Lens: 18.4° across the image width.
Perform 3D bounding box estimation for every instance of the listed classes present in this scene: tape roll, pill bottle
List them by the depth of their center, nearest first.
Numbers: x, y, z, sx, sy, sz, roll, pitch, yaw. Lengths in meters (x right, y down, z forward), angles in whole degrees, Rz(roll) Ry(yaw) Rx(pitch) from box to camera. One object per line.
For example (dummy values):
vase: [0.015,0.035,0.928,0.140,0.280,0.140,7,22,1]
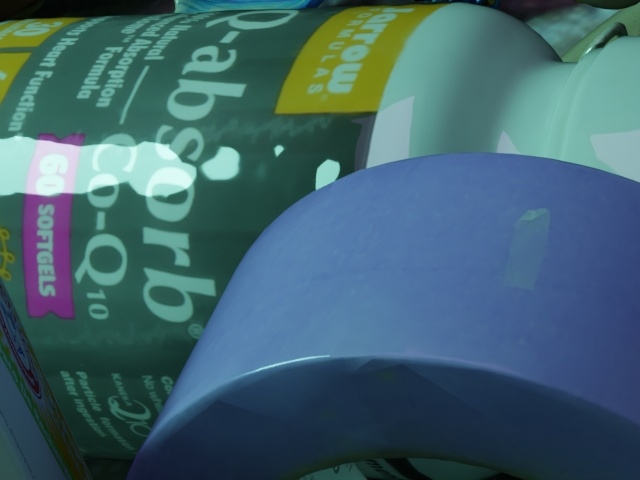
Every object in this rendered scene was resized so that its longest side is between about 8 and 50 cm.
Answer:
tape roll: [0.048,0.075,0.519,0.189,0.189,0.080,-2,37,24]
pill bottle: [0.000,0.000,0.672,0.278,0.162,0.162,0,39,27]

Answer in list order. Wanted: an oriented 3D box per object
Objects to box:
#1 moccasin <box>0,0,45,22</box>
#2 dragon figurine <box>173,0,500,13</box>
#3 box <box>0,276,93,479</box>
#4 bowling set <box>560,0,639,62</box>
moccasin: [-0.187,-0.171,1.022,0.380,0.139,0.147,-33,0,-25]
dragon figurine: [-0.039,-0.145,0.910,0.289,0.144,0.085,-13,24,4]
box: [-0.112,0.104,0.541,0.114,0.203,0.103,-20,34,-2]
bowling set: [0.184,-0.080,0.678,0.154,0.287,0.200,-31,63,-31]
